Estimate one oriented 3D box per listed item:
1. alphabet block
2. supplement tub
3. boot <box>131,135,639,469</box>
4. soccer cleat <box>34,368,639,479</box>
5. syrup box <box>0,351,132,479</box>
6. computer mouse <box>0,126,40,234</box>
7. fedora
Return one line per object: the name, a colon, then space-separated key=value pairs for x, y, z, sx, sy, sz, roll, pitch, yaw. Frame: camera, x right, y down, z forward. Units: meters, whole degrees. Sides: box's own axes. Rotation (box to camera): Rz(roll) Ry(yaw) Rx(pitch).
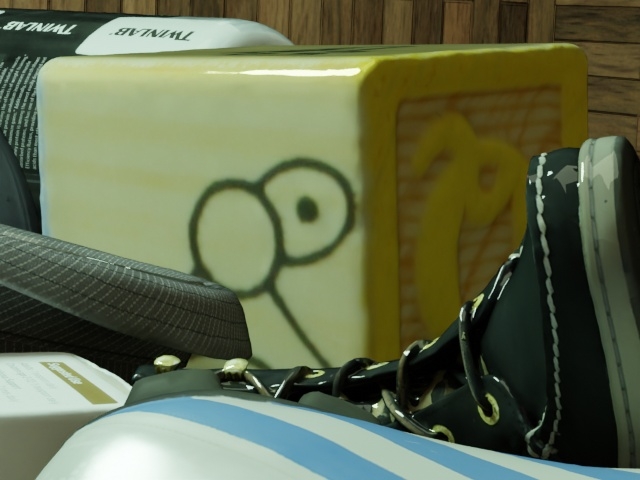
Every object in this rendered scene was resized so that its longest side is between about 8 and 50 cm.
alphabet block: x=0.000 y=0.000 z=0.883 sx=0.197 sy=0.192 sz=0.193 roll=6 pitch=12 yaw=37
supplement tub: x=-0.179 y=-0.064 z=1.332 sx=0.338 sy=0.207 sz=0.207 roll=8 pitch=9 yaw=34
boot: x=0.021 y=0.055 z=0.590 sx=0.179 sy=0.085 sz=0.236 roll=0 pitch=-34 yaw=7
soccer cleat: x=0.082 y=0.115 z=0.456 sx=0.331 sy=0.116 sz=0.143 roll=4 pitch=29 yaw=-3
syrup box: x=-0.174 y=0.089 z=0.537 sx=0.237 sy=0.093 sz=0.096 roll=-1 pitch=7 yaw=-24
computer mouse: x=-0.205 y=-0.024 z=0.984 sx=0.189 sy=0.072 sz=0.272 roll=-7 pitch=46 yaw=-35
fedora: x=-0.169 y=0.042 z=0.713 sx=0.275 sy=0.124 sz=0.244 roll=18 pitch=-2 yaw=-28
